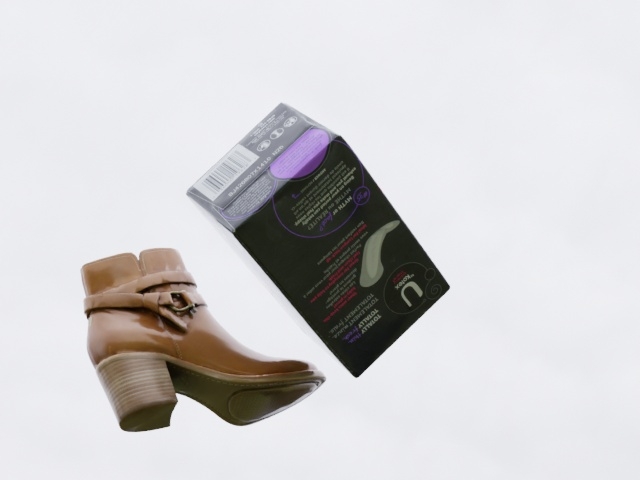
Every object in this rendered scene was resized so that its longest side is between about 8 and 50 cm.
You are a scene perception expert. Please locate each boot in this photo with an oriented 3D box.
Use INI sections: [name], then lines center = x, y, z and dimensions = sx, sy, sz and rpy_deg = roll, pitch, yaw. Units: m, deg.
[boot]
center = -0.146, 0.112, 1.581
dimensions = 0.284, 0.220, 0.109
rpy_deg = -6, -35, -25

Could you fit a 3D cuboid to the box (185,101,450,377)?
[box]
center = 0.000, 0.000, 1.528
dimensions = 0.165, 0.143, 0.270
rpy_deg = -43, -56, -7
